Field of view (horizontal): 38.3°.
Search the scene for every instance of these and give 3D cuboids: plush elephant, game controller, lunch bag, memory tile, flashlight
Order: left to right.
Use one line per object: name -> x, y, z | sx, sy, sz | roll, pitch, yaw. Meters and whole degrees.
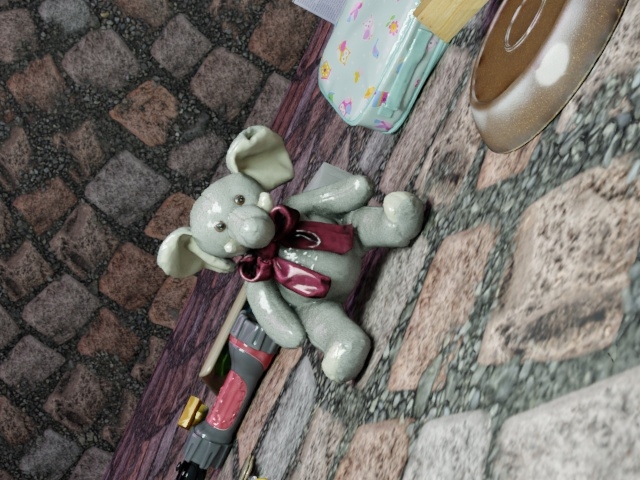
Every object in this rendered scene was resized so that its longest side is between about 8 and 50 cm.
game controller -> -0.326, 0.581, 1.940 | 0.319, 0.067, 0.166 | -64, 12, 7
flashlight -> -0.172, 0.287, 1.756 | 0.304, 0.103, 0.103 | -64, 7, 4
memory tile -> -0.141, 0.427, 1.515 | 0.113, 0.012, 0.148 | 115, 179, -85
plush elephant -> -0.064, -0.004, 1.282 | 0.330, 0.255, 0.271 | 26, 91, 57
lunch bag -> 0.113, -0.330, 1.601 | 0.279, 0.108, 0.224 | -63, 38, 25

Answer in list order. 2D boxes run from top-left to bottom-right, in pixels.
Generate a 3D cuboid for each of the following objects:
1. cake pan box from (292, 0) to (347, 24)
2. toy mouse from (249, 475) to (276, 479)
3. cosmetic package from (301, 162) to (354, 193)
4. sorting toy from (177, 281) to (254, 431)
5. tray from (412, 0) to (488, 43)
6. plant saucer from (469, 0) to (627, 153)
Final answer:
cake pan box -> 0.111, -0.515, 1.748 | 0.266, 0.246, 0.070 | -61, 13, 26
toy mouse -> -0.110, 0.419, 1.392 | 0.161, 0.031, 0.143 | -53, 17, 47
cosmetic package -> 0.000, 0.000, 1.577 | 0.127, 0.107, 0.237 | -50, 23, 52
sorting toy -> -0.189, 0.255, 1.874 | 0.229, 0.041, 0.307 | 81, -148, -66
tray -> 0.274, -0.431, 1.166 | 0.202, 0.076, 0.411 | -53, 5, -25
plant saucer -> 0.256, -0.251, 1.076 | 0.310, 0.050, 0.310 | -60, 12, 22
